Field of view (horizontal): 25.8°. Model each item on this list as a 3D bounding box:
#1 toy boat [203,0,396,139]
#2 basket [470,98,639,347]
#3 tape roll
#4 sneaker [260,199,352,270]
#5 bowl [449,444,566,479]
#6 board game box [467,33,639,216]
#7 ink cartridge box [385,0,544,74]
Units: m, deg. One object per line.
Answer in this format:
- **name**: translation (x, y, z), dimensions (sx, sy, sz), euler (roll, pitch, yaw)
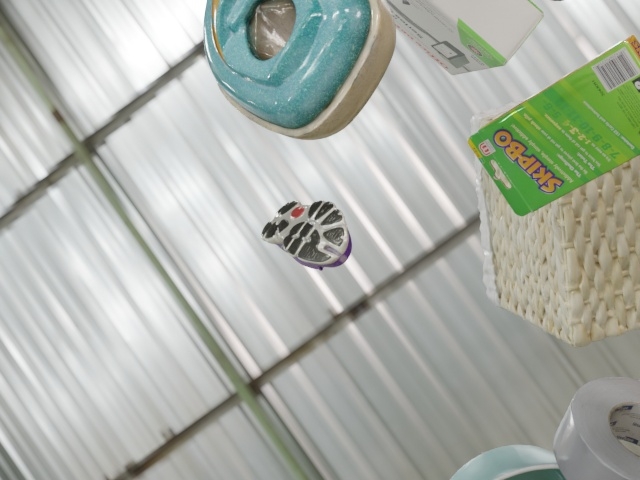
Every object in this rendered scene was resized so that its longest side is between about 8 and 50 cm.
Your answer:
- **toy boat**: translation (-0.013, -0.270, 1.370), dimensions (0.148, 0.267, 0.318), euler (21, -78, -41)
- **basket**: translation (0.434, -0.045, 2.101), dimensions (0.328, 0.331, 0.266), euler (-14, 22, -15)
- **tape roll**: translation (0.427, 0.282, 1.869), dimensions (0.219, 0.219, 0.072), euler (-30, -34, -48)
- **sneaker**: translation (0.000, 0.000, 1.436), dimensions (0.068, 0.071, 0.170), euler (-52, 20, -5)
- **bowl**: translation (0.284, 0.415, 1.982), dimensions (0.311, 0.311, 0.163), euler (-36, 24, 4)
- **board game box**: translation (0.302, -0.131, 1.671), dimensions (0.259, 0.124, 0.039), euler (-31, 5, 40)
- **ink cartridge box**: translation (0.219, -0.380, 2.298), dimensions (0.115, 0.198, 0.273), euler (-52, 11, -6)
